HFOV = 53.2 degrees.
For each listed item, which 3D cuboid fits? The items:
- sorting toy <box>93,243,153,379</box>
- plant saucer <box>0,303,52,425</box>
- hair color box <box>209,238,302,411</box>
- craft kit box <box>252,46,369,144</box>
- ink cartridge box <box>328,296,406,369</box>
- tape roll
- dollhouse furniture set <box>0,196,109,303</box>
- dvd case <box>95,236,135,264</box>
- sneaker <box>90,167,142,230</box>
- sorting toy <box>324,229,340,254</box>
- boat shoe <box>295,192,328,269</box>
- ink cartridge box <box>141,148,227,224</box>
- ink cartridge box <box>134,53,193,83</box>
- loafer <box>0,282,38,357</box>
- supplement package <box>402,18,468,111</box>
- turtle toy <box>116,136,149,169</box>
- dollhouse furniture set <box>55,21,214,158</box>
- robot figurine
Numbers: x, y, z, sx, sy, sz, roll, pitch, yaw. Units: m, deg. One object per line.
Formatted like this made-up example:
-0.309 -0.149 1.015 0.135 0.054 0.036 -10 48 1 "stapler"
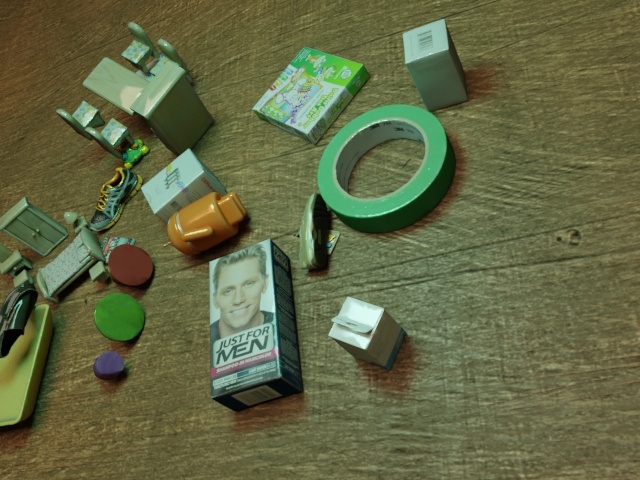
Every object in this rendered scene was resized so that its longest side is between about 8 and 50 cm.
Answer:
-0.539 0.193 1.672 0.126 0.127 0.365 -33 45 47 "sorting toy"
-0.872 0.364 1.745 0.333 0.081 0.332 -15 55 22 "plant saucer"
-0.152 0.184 1.431 0.174 0.105 0.347 -21 52 17 "hair color box"
-0.030 -0.409 1.776 0.247 0.061 0.250 31 79 37 "craft kit box"
0.092 0.182 1.266 0.092 0.143 0.089 15 69 35 "ink cartridge box"
0.151 -0.172 1.505 0.321 0.077 0.321 -14 55 21 "tape roll"
-0.810 0.056 1.832 0.303 0.174 0.355 -42 45 1 "dollhouse furniture set"
-0.594 0.031 1.843 0.120 0.013 0.087 1 62 32 "dvd case"
-0.630 -0.127 1.919 0.084 0.083 0.214 21 74 36 "sneaker"
0.000 0.000 1.522 0.083 0.012 0.062 10 67 34 "sorting toy"
-0.028 -0.022 1.503 0.072 0.068 0.190 -17 56 35 "boat shoe"
-0.368 -0.132 1.741 0.176 0.128 0.127 -38 49 2 "ink cartridge box"
-0.552 -0.520 2.128 0.231 0.078 0.134 -33 50 7 "ink cartridge box"
-0.813 0.221 1.709 0.078 0.080 0.220 16 74 26 "loafer"
0.274 -0.411 1.517 0.105 0.179 0.105 -14 55 21 "supplement package"
-0.609 -0.291 2.022 0.095 0.066 0.130 -45 49 -2 "turtle toy"
-0.548 -0.441 1.884 0.394 0.256 0.362 31 78 20 "dollhouse furniture set"
-0.301 -0.042 1.645 0.219 0.128 0.158 -27 51 12 "robot figurine"
